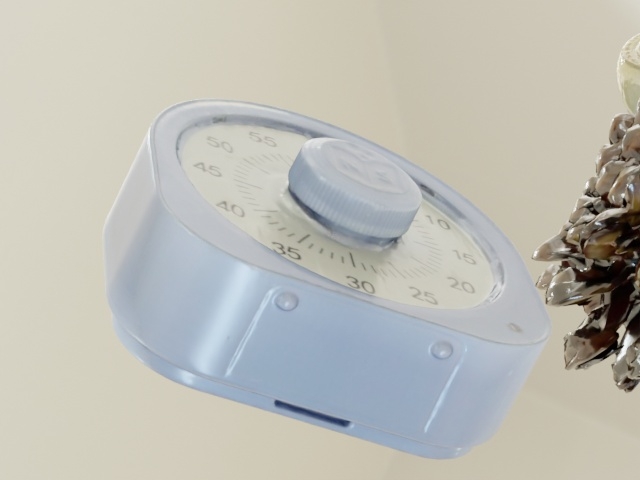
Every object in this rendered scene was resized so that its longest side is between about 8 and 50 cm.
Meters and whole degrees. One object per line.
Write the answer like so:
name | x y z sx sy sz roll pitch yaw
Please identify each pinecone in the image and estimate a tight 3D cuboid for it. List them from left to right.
pinecone | 0.219 0.004 0.902 0.221 0.221 0.221 -40 -38 -42

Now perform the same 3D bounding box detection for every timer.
timer | 0.000 0.000 1.676 0.395 0.395 0.173 -18 -42 -56

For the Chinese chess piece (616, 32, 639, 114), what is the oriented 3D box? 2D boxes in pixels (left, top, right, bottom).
Chinese chess piece | 0.289 -0.131 1.474 0.122 0.122 0.051 -40 -53 -42
